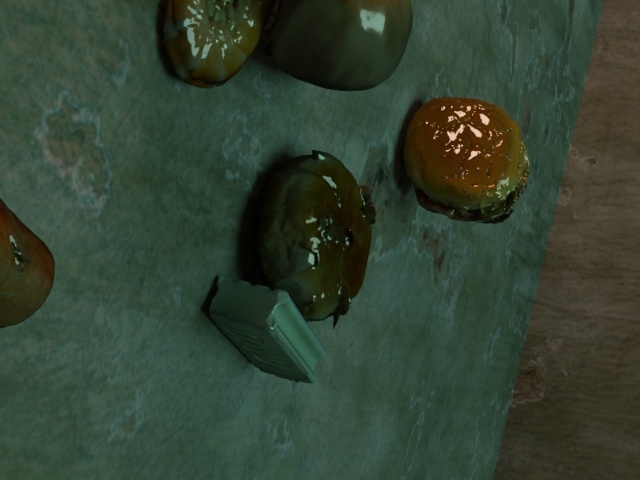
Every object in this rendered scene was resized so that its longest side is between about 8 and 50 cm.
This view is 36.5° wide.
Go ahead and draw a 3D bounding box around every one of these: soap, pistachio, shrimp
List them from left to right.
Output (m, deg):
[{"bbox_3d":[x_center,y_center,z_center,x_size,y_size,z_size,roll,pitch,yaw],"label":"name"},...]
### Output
[{"bbox_3d":[-0.106,-0.312,1.176,0.152,0.063,0.287,54,54,-44],"label":"shrimp"},{"bbox_3d":[-0.075,0.129,1.368,0.063,0.114,0.198,-66,152,-23],"label":"soap"},{"bbox_3d":[0.020,-0.272,1.265,0.166,0.197,0.288,62,-4,8],"label":"pistachio"}]

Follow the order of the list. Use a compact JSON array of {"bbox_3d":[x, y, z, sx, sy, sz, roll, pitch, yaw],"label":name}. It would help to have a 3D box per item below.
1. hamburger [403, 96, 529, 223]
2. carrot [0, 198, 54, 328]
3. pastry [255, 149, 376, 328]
[{"bbox_3d":[0.279,-0.154,1.843,0.163,0.244,0.244,76,34,-61],"label":"hamburger"},{"bbox_3d":[-0.328,-0.014,0.762,0.302,0.138,0.139,65,44,-63],"label":"carrot"},{"bbox_3d":[-0.002,-0.005,1.421,0.236,0.120,0.257,-27,114,-63],"label":"pastry"}]
